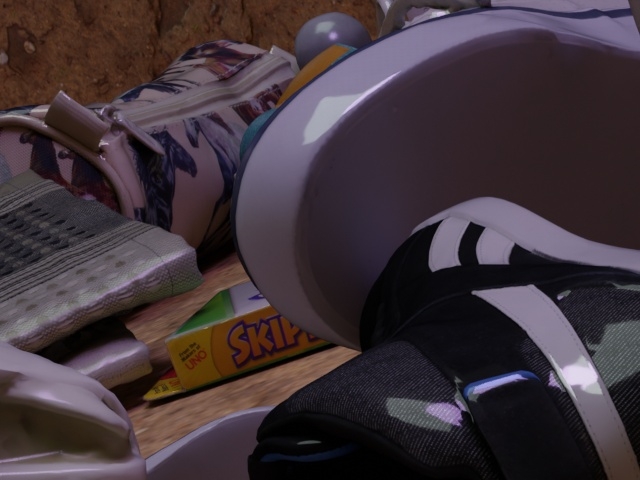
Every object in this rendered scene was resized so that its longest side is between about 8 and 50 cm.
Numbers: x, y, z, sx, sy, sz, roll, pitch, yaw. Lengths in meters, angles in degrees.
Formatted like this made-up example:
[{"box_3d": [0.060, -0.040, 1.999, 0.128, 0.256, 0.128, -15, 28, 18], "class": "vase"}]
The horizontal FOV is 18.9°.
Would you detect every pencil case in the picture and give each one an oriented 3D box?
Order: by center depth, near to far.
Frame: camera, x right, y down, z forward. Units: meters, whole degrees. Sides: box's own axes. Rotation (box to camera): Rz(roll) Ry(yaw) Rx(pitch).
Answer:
[{"box_3d": [-0.129, -0.053, 1.465, 0.183, 0.160, 0.410, -46, -5, 24], "class": "pencil case"}]

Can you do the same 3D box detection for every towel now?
[{"box_3d": [-0.242, 0.065, 1.047, 0.324, 0.056, 0.312, -28, 19, -18], "class": "towel"}]

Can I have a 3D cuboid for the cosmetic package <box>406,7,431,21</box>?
[{"box_3d": [0.169, -0.123, 1.171, 0.183, 0.151, 0.151, -18, 7, 19], "class": "cosmetic package"}]

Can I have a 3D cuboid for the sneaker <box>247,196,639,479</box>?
[{"box_3d": [0.025, 0.043, 0.542, 0.121, 0.079, 0.217, -21, 7, -19], "class": "sneaker"}]

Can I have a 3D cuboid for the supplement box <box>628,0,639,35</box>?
[{"box_3d": [0.144, -0.061, 0.417, 0.111, 0.220, 0.114, -23, 5, -27], "class": "supplement box"}]

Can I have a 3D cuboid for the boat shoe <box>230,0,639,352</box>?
[{"box_3d": [0.074, -0.056, 0.791, 0.156, 0.136, 0.367, 16, 28, 42], "class": "boat shoe"}]

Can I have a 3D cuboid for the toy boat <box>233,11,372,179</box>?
[{"box_3d": [0.046, -0.109, 1.462, 0.267, 0.148, 0.318, -22, 7, -9], "class": "toy boat"}]

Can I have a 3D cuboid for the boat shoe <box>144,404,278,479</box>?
[{"box_3d": [-0.044, 0.082, 0.652, 0.100, 0.035, 0.035, -27, 9, -1], "class": "boat shoe"}]

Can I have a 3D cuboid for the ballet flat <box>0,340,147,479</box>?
[{"box_3d": [-0.105, 0.084, 0.496, 0.139, 0.139, 0.400, -21, 5, -2], "class": "ballet flat"}]

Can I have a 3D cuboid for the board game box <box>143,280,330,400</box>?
[{"box_3d": [0.037, 0.017, 0.960, 0.259, 0.039, 0.124, -22, 5, 13], "class": "board game box"}]
